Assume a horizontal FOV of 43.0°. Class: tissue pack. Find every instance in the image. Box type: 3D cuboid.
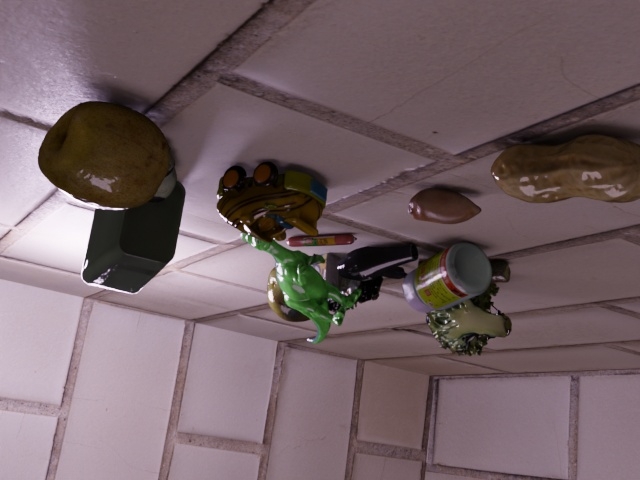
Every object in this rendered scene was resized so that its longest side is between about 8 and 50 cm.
[{"bbox_3d":[-0.007,0.103,2.353,0.060,0.109,0.148,14,163,-35],"label":"tissue pack"}]

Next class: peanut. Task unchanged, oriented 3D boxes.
[{"bbox_3d":[0.258,-0.069,1.681,0.152,0.076,0.076,3,164,1],"label":"peanut"},{"bbox_3d":[0.417,-0.117,1.359,0.274,0.111,0.125,-2,157,30],"label":"peanut"}]

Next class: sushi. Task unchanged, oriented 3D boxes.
[{"bbox_3d":[0.085,0.138,2.365,0.115,0.147,0.212,18,160,-34],"label":"sushi"}]

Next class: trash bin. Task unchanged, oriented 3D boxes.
[{"bbox_3d":[-0.447,-0.016,1.971,0.158,0.223,0.343,16,160,-25],"label":"trash bin"}]

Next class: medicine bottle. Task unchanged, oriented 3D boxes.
[{"bbox_3d":[0.321,0.100,2.072,0.139,0.139,0.225,15,155,-23],"label":"medicine bottle"}]

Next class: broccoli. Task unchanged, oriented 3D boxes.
[{"bbox_3d":[0.455,0.215,2.350,0.273,0.242,0.180,5,-173,36],"label":"broccoli"}]

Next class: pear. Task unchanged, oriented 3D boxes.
[{"bbox_3d":[-0.392,-0.152,1.498,0.211,0.188,0.228,30,154,-36],"label":"pear"}]

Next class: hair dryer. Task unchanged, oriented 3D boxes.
[{"bbox_3d":[0.203,0.068,2.220,0.235,0.091,0.271,-15,162,32],"label":"hair dryer"}]

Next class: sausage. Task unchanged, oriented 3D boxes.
[{"bbox_3d":[0.000,0.000,2.133,0.223,0.029,0.029,-3,161,33],"label":"sausage"}]

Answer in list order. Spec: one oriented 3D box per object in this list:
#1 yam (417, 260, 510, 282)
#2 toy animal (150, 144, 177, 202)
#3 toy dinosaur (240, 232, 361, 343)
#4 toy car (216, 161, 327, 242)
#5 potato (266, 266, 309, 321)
[{"bbox_3d":[0.380,0.084,2.182,0.253,0.061,0.061,0,162,29],"label":"yam"},{"bbox_3d":[-0.360,-0.144,1.695,0.121,0.094,0.225,1,157,-11],"label":"toy animal"},{"bbox_3d":[-0.099,0.142,2.242,0.374,0.144,0.500,31,148,-5],"label":"toy dinosaur"},{"bbox_3d":[-0.108,-0.067,1.741,0.248,0.142,0.200,-5,159,34],"label":"toy car"},{"bbox_3d":[-0.075,0.170,2.503,0.159,0.174,0.251,-2,161,33],"label":"potato"}]
